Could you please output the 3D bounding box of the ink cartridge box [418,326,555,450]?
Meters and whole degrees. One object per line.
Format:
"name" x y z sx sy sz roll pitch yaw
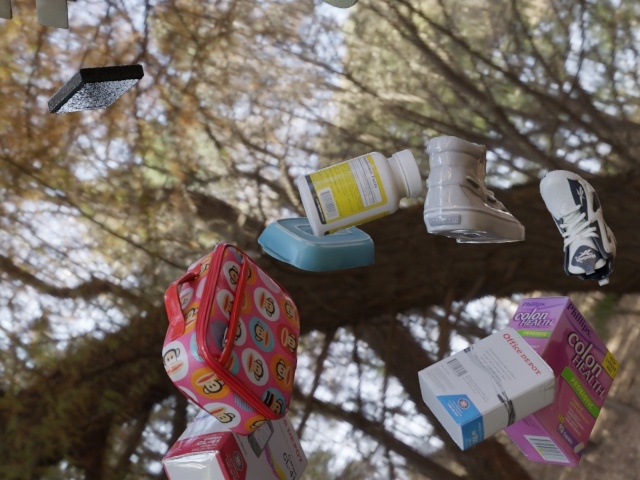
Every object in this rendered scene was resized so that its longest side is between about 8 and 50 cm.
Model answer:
"ink cartridge box" 0.286 0.252 1.648 0.190 0.140 0.082 -24 -48 -13

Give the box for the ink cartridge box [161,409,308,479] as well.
"ink cartridge box" -0.156 0.429 1.840 0.226 0.131 0.306 69 -157 -13

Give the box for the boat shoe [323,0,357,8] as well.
"boat shoe" -0.012 -0.460 1.507 0.079 0.227 0.081 -43 -3 24

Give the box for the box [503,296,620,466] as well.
"box" 0.438 0.268 1.833 0.213 0.117 0.243 48 -122 -25

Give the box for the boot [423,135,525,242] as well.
"boot" 0.201 -0.063 1.219 0.258 0.095 0.124 13 -104 -66

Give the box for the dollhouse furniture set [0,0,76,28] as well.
"dollhouse furniture set" -0.327 -0.430 1.310 0.135 0.259 0.262 106 172 -56

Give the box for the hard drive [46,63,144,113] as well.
"hard drive" -0.317 -0.213 1.345 0.094 0.135 0.022 -12 -94 -36

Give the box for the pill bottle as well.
"pill bottle" 0.040 -0.050 0.948 0.116 0.065 0.065 -18 -36 -2

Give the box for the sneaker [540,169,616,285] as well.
"sneaker" 0.487 -0.011 1.790 0.235 0.094 0.153 58 -154 -29

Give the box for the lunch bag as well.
"lunch bag" -0.155 0.150 1.593 0.258 0.120 0.293 45 -151 -27

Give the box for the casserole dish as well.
"casserole dish" 0.000 0.000 1.327 0.188 0.114 0.037 -5 -62 -48
